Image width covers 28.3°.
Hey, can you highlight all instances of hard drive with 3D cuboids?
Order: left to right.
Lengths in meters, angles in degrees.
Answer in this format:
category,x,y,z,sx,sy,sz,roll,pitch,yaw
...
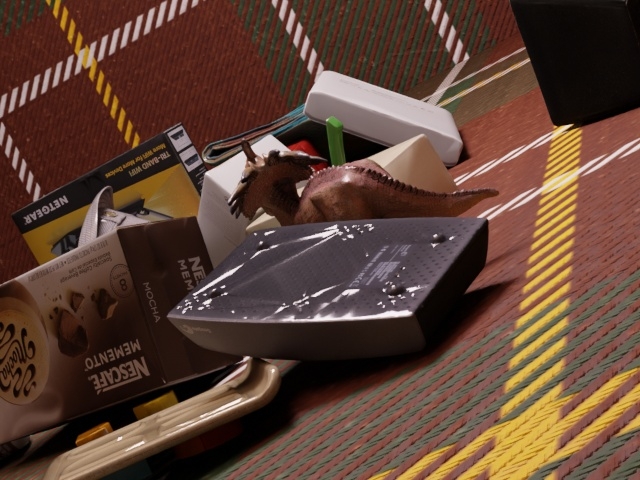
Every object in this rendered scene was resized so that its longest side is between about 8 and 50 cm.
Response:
category,x,y,z,sx,sy,sz,roll,pitch,yaw
hard drive,0.010,0.042,1.110,0.255,0.054,0.172,-3,29,35
hard drive,0.099,-0.196,1.979,0.353,0.233,0.047,-76,5,-78

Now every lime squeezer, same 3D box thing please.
category,x,y,z,sx,sy,sz,roll,pitch,yaw
lime squeezer,0.000,0.000,1.501,0.059,0.110,0.310,-61,-2,-45

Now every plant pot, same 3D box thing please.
category,x,y,z,sx,sy,sz,roll,pitch,yaw
plant pot,0.376,-0.260,1.561,0.188,0.187,0.167,-32,21,-23

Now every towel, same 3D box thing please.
category,x,y,z,sx,sy,sz,roll,pitch,yaw
towel,0.001,-0.181,2.282,0.271,0.040,0.370,-20,-11,37

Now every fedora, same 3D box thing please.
category,x,y,z,sx,sy,sz,roll,pitch,yaw
fedora,-0.241,0.051,1.703,0.124,0.243,0.275,1,9,3

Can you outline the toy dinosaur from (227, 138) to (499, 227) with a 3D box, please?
category,x,y,z,sx,sy,sz,roll,pitch,yaw
toy dinosaur,0.019,-0.032,1.246,0.296,0.200,0.127,-19,13,46

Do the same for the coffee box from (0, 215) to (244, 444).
category,x,y,z,sx,sy,sz,roll,pitch,yaw
coffee box,-0.245,0.100,1.371,0.297,0.168,0.119,-22,-6,38

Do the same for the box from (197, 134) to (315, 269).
category,x,y,z,sx,sy,sz,roll,pitch,yaw
box,-0.096,-0.038,1.771,0.130,0.091,0.170,-35,-25,-36

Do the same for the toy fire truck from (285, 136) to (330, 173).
category,x,y,z,sx,sy,sz,roll,pitch,yaw
toy fire truck,-0.048,-0.104,2.191,0.217,0.158,0.246,-20,22,47

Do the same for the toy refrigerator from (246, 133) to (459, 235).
category,x,y,z,sx,sy,sz,roll,pitch,yaw
toy refrigerator,0.037,-0.034,1.585,0.270,0.094,0.102,-22,14,48

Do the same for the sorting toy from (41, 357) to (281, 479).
category,x,y,z,sx,sy,sz,roll,pitch,yaw
sorting toy,-0.147,0.174,1.140,0.229,0.041,0.307,-27,2,-9

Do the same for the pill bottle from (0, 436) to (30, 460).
category,x,y,z,sx,sy,sz,roll,pitch,yaw
pill bottle,-0.457,0.238,1.480,0.215,0.117,0.117,-30,8,-4

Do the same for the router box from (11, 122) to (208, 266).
category,x,y,z,sx,sy,sz,roll,pitch,yaw
router box,-0.295,-0.008,1.997,0.309,0.242,0.081,-26,9,21
